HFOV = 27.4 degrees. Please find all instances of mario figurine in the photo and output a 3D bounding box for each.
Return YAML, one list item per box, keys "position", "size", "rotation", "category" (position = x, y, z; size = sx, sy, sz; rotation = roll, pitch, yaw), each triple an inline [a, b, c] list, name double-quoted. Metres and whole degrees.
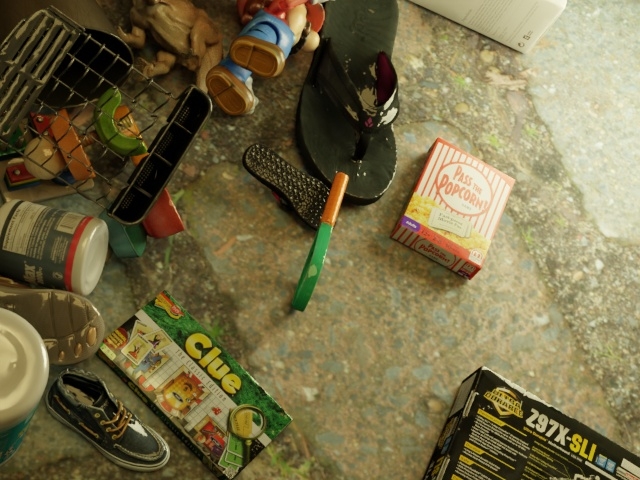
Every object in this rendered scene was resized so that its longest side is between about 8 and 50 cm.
- position: [-0.058, -0.304, 2.030]
  size: [0.198, 0.170, 0.320]
  rotation: [-9, 30, 20]
  category: "mario figurine"

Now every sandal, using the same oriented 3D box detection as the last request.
- position: [-0.046, -0.080, 1.996]
  size: [0.179, 0.040, 0.067]
  rotation: [40, 65, -9]
  category: "sandal"
- position: [0.055, -0.266, 2.103]
  size: [0.167, 0.107, 0.446]
  rotation: [11, 59, -15]
  category: "sandal"

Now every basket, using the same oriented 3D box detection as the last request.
- position: [-0.401, -0.327, 1.919]
  size: [0.204, 0.154, 0.227]
  rotation: [4, 46, -39]
  category: "basket"

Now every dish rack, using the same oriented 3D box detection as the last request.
- position: [-0.304, -0.168, 1.706]
  size: [0.271, 0.074, 0.208]
  rotation: [35, 77, -17]
  category: "dish rack"

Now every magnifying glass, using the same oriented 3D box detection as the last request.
- position: [0.000, 0.000, 1.937]
  size: [0.026, 0.092, 0.231]
  rotation: [22, 61, -4]
  category: "magnifying glass"

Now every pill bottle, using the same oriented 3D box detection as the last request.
- position: [-0.415, 0.192, 1.569]
  size: [0.146, 0.264, 0.146]
  rotation: [9, 60, -17]
  category: "pill bottle"
- position: [-0.384, 0.004, 1.749]
  size: [0.180, 0.108, 0.108]
  rotation: [13, 57, 7]
  category: "pill bottle"

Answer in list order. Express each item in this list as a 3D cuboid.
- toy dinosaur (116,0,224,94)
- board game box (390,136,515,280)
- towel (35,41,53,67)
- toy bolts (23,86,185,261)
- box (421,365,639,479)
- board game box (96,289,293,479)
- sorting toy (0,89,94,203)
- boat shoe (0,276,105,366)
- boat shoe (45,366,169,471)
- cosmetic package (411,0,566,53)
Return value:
- position: [-0.218, -0.339, 2.037]
  size: [0.295, 0.127, 0.200]
  rotation: [55, 31, -2]
  category: "toy dinosaur"
- position: [0.211, -0.052, 2.083]
  size: [0.147, 0.045, 0.193]
  rotation: [28, 56, -5]
  category: "board game box"
- position: [-0.446, -0.274, 1.964]
  size: [0.083, 0.009, 0.060]
  rotation: [-11, 55, -26]
  category: "towel"
- position: [-0.308, -0.078, 1.853]
  size: [0.158, 0.218, 0.228]
  rotation: [-26, 95, -5]
  category: "toy bolts"
- position: [0.311, 0.368, 1.871]
  size: [0.322, 0.079, 0.257]
  rotation: [30, 54, -4]
  category: "box"
- position: [-0.173, 0.199, 1.803]
  size: [0.260, 0.030, 0.136]
  rotation: [44, 54, 6]
  category: "board game box"
- position: [-0.410, -0.133, 1.884]
  size: [0.132, 0.046, 0.274]
  rotation: [-15, 69, -28]
  category: "sorting toy"
- position: [-0.445, 0.098, 1.703]
  size: [0.324, 0.116, 0.123]
  rotation: [16, 85, -9]
  category: "boat shoe"
- position: [-0.273, 0.235, 1.709]
  size: [0.183, 0.083, 0.065]
  rotation: [31, 56, -3]
  category: "boat shoe"
- position: [0.246, -0.501, 2.283]
  size: [0.365, 0.155, 0.197]
  rotation: [23, 58, -10]
  category: "cosmetic package"
